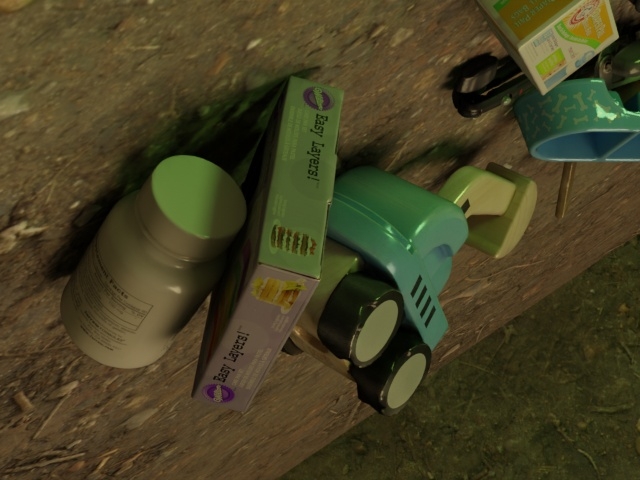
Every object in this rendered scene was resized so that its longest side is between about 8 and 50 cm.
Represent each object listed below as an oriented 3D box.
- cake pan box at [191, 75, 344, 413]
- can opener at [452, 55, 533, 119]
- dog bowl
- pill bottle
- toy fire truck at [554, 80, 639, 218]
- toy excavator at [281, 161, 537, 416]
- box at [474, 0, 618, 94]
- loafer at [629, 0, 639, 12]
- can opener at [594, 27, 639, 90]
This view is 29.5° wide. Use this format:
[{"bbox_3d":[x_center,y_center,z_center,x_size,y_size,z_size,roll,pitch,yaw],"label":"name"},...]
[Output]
[{"bbox_3d":[-0.052,0.001,1.235,0.070,0.267,0.246,18,139,-12],"label":"cake pan box"},{"bbox_3d":[0.236,-0.202,1.541,0.186,0.059,0.073,-23,159,-35],"label":"can opener"},{"bbox_3d":[0.426,-0.168,1.754,0.297,0.074,0.166,-1,165,-14],"label":"dog bowl"},{"bbox_3d":[-0.169,0.021,1.244,0.131,0.131,0.229,-19,157,-43],"label":"pill bottle"},{"bbox_3d":[0.476,-0.163,2.004,0.246,0.158,0.217,-31,169,33],"label":"toy fire truck"},{"bbox_3d":[0.127,0.003,1.623,0.445,0.222,0.433,-52,148,-15],"label":"toy excavator"},{"bbox_3d":[0.245,-0.253,1.333,0.114,0.103,0.203,-38,164,11],"label":"box"},{"bbox_3d":[0.367,-0.332,1.397,0.109,0.095,0.302,-46,165,24],"label":"loafer"},{"bbox_3d":[0.505,-0.274,1.779,0.283,0.095,0.076,-20,119,-37],"label":"can opener"}]
